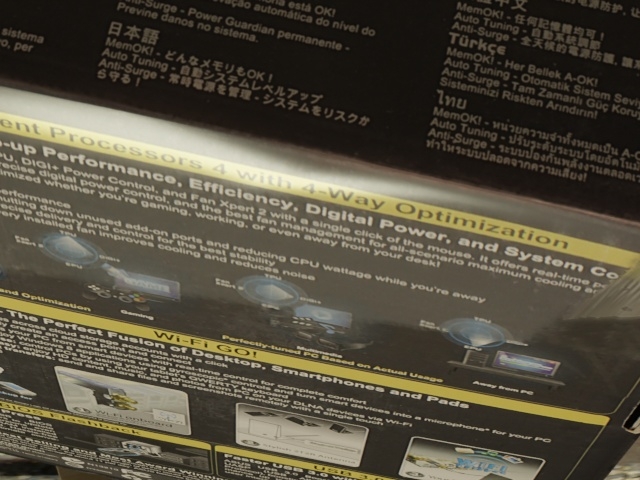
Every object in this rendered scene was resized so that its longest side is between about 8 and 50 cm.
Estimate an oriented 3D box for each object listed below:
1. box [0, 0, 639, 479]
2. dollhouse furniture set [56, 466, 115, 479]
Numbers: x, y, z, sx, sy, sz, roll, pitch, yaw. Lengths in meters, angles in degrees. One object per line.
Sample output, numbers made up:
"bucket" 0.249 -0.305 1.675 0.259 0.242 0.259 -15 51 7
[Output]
"box" -0.094 -0.011 0.489 0.395 0.097 0.318 12 158 3
"dollhouse furniture set" -0.211 0.257 0.919 0.286 0.198 0.303 -19 171 -12
